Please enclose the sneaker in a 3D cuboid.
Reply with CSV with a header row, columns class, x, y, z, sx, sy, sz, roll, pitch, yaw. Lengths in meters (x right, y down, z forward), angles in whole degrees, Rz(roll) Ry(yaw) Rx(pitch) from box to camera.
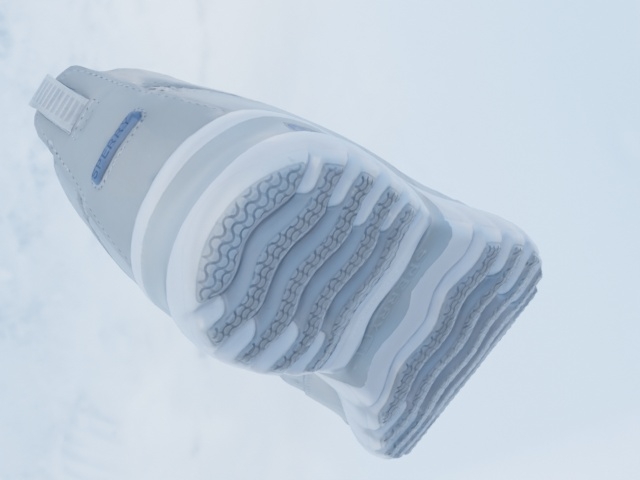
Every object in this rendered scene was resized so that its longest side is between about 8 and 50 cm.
class,x,y,z,sx,sy,sz,roll,pitch,yaw
sneaker,0.000,0.000,0.524,0.105,0.115,0.281,-51,152,-2
